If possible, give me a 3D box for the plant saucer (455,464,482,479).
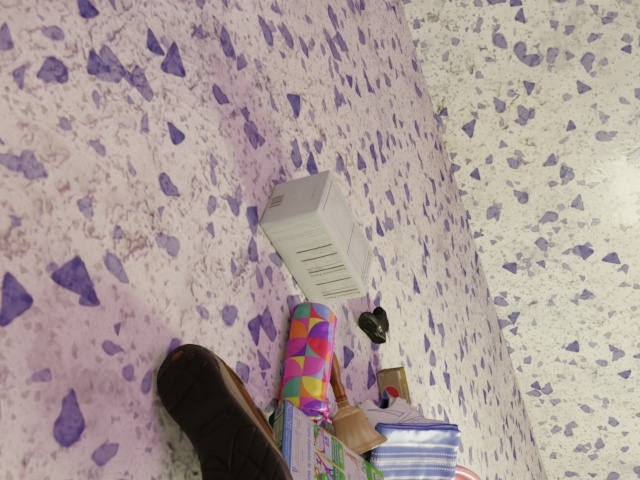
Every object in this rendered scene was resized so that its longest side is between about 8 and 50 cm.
[{"bbox_3d":[0.276,0.698,1.547,0.332,0.084,0.332,3,84,-31],"label":"plant saucer"}]

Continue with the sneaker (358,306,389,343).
[{"bbox_3d":[0.140,0.204,1.674,0.170,0.051,0.089,57,31,-46],"label":"sneaker"}]

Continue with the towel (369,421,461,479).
[{"bbox_3d":[0.207,0.576,1.444,0.243,0.040,0.336,11,80,-29],"label":"towel"}]

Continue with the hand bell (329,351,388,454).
[{"bbox_3d":[0.041,0.327,1.374,0.126,0.126,0.242,5,62,-64],"label":"hand bell"}]

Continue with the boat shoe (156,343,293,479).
[{"bbox_3d":[-0.113,0.292,0.927,0.324,0.122,0.120,60,6,18],"label":"boat shoe"}]

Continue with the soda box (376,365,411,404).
[{"bbox_3d":[0.197,0.422,1.674,0.058,0.061,0.181,0,79,-65],"label":"soda box"}]

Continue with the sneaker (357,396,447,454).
[{"bbox_3d":[0.206,0.439,1.562,0.297,0.111,0.129,14,55,-41],"label":"sneaker"}]

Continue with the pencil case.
[{"bbox_3d":[-0.020,0.238,1.259,0.104,0.104,0.236,48,37,-47],"label":"pencil case"}]

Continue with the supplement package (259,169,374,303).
[{"bbox_3d":[0.000,0.000,1.366,0.244,0.133,0.139,60,30,-32],"label":"supplement package"}]

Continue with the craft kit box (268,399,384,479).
[{"bbox_3d":[0.014,0.416,1.077,0.246,0.061,0.250,38,15,-12],"label":"craft kit box"}]
